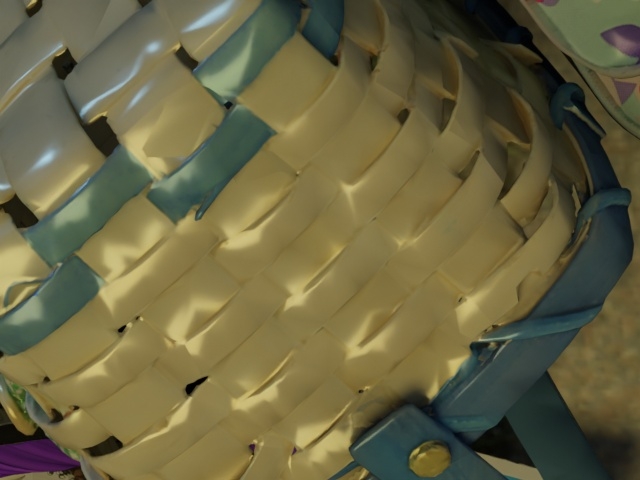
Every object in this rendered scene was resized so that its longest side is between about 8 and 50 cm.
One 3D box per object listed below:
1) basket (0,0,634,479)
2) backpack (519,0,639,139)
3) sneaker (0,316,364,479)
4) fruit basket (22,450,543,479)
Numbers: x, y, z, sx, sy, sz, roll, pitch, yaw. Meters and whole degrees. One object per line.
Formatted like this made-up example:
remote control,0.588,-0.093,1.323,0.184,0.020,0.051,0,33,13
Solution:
basket,0.000,0.000,0.564,0.289,0.255,0.201,35,106,-33
backpack,0.127,-0.176,0.456,0.253,0.191,0.225,-41,80,30
sneaker,-0.128,0.052,0.737,0.293,0.102,0.146,-3,158,12
fruit basket,-0.024,0.242,0.841,0.327,0.165,0.353,15,120,17
